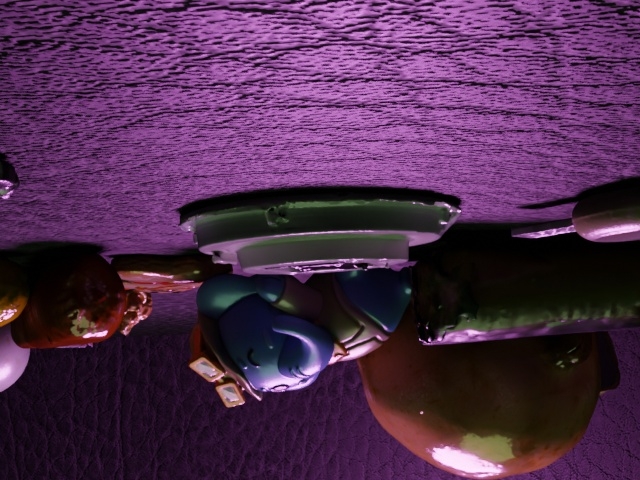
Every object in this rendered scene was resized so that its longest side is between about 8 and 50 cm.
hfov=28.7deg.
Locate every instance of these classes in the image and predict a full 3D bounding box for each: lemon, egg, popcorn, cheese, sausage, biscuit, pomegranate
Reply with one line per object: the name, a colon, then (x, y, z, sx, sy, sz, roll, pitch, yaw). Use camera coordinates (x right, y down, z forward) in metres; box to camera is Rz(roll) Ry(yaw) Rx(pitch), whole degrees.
lemon: (-0.356, 0.055, 1.298, 0.110, 0.082, 0.082, -10, 173, 8)
egg: (-0.523, 0.161, 1.881, 0.192, 0.149, 0.149, 3, 178, 39)
popcorn: (-0.267, 0.095, 1.699, 0.084, 0.084, 0.084, -2, 174, 0)
cheese: (0.231, -0.017, 1.025, 0.097, 0.037, 0.192, 4, 172, -35)
sausage: (-0.287, 0.073, 1.398, 0.094, 0.097, 0.348, 8, 171, -20)
biscuit: (-0.177, 0.042, 1.471, 0.153, 0.030, 0.234, 1, 173, -13)
pomegranate: (0.183, 0.145, 1.483, 0.307, 0.307, 0.307, -2, 174, 0)

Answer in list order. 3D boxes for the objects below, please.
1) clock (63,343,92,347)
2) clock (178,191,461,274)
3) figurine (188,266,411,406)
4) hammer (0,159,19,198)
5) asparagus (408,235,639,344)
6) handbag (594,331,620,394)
clock: (-0.463, 0.148, 2.136, 0.147, 0.071, 0.192, -1, 173, -8)
clock: (0.000, 0.000, 1.044, 0.236, 0.053, 0.236, -1, 173, 0)
figurine: (-0.031, 0.084, 1.386, 0.262, 0.154, 0.180, -35, 153, 28)
hammer: (-0.286, -0.037, 0.746, 0.201, 0.021, 0.078, -2, 174, -5)
asparagus: (0.279, 0.042, 1.289, 0.382, 0.108, 0.128, -3, 173, -5)
handbag: (0.266, 0.178, 1.820, 0.263, 0.222, 0.241, 3, 154, -35)
